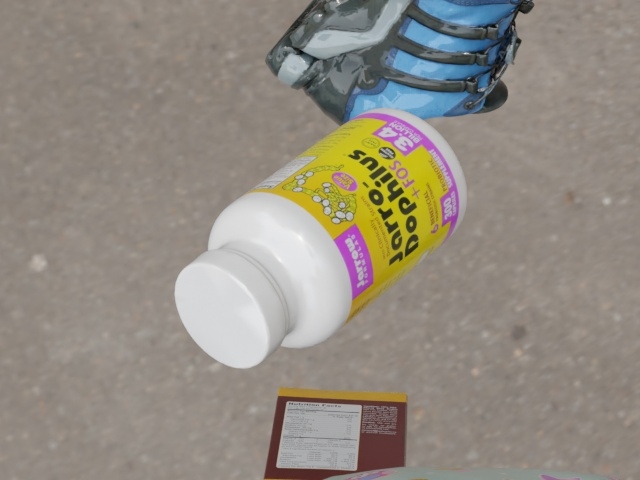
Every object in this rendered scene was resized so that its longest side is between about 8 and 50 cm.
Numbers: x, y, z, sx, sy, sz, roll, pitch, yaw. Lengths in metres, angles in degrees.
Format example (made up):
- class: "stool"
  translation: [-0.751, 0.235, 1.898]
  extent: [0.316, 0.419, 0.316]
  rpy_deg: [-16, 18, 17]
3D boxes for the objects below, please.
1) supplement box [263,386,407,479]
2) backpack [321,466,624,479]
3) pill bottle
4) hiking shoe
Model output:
- class: "supplement box"
  translation: [0.015, 0.270, 1.592]
  extent: [0.129, 0.194, 0.191]
  rpy_deg: [2, 114, 3]
- class: "backpack"
  translation: [0.047, 0.162, 0.647]
  extent: [0.166, 0.188, 0.144]
  rpy_deg: [-3, 96, 22]
- class: "pill bottle"
  translation: [0.000, 0.000, 0.440]
  extent: [0.043, 0.083, 0.043]
  rpy_deg: [23, 132, 29]
- class: "hiking shoe"
  translation: [0.099, -0.156, 1.113]
  extent: [0.132, 0.113, 0.304]
  rpy_deg: [45, 142, -14]
